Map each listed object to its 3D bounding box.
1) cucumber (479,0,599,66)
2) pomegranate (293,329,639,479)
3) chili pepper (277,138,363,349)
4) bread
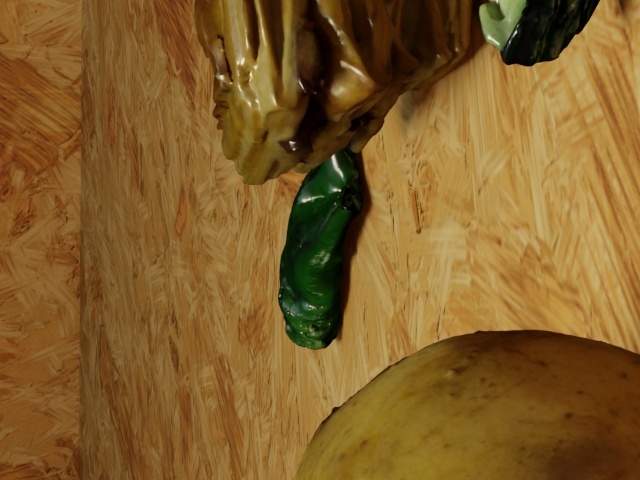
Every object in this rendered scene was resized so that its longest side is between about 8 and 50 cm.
[{"bbox_3d":[0.137,-0.204,0.989,0.115,0.085,0.193,-114,31,-49],"label":"cucumber"},{"bbox_3d":[0.109,0.178,0.879,0.281,0.281,0.281,175,90,-75],"label":"pomegranate"},{"bbox_3d":[-0.002,0.000,1.596,0.224,0.061,0.098,98,167,-45],"label":"chili pepper"},{"bbox_3d":[-0.007,-0.204,1.324,0.370,0.191,0.314,113,146,-83],"label":"bread"}]
